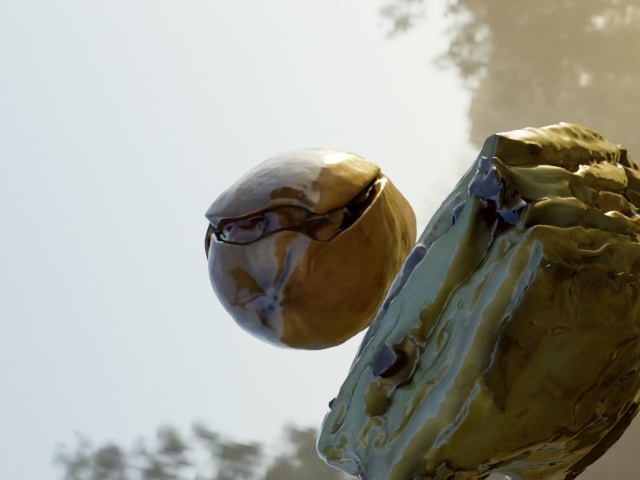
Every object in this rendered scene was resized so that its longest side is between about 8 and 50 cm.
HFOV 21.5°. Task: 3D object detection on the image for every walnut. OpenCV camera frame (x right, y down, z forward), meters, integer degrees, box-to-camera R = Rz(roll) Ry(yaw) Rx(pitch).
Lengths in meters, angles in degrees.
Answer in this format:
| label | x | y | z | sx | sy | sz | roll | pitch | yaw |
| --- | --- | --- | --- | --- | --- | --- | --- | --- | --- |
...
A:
| label | x | y | z | sx | sy | sz | roll | pitch | yaw |
| --- | --- | --- | --- | --- | --- | --- | --- | --- | --- |
| walnut | 0.000 | 0.000 | 1.752 | 0.336 | 0.209 | 0.209 | -27 | -52 | -66 |

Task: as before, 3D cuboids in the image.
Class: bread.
| label | x | y | z | sx | sy | sz | roll | pitch | yaw |
| --- | --- | --- | --- | --- | --- | --- | --- | --- | --- |
| bread | 0.165 | 0.063 | 1.241 | 0.277 | 0.167 | 0.324 | -62 | -22 | 15 |
